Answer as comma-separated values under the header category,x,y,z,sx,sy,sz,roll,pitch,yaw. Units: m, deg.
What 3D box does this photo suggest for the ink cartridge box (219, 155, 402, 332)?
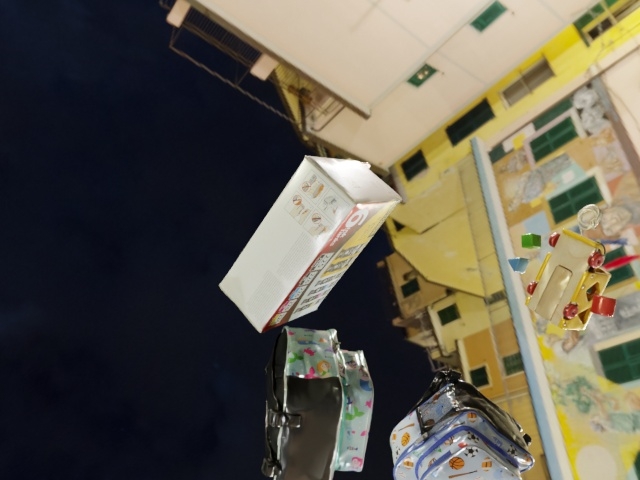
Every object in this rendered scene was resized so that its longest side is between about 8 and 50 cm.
category,x,y,z,sx,sy,sz,roll,pitch,yaw
ink cartridge box,0.000,0.000,1.004,0.130,0.309,0.272,45,-155,18

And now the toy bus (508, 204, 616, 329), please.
category,x,y,z,sx,sy,sz,roll,pitch,yaw
toy bus,0.466,0.062,0.946,0.104,0.202,0.190,8,-115,-30

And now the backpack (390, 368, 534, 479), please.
category,x,y,z,sx,sy,sz,roll,pitch,yaw
backpack,0.289,0.465,1.123,0.276,0.263,0.213,42,-153,-11

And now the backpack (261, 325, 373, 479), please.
category,x,y,z,sx,sy,sz,roll,pitch,yaw
backpack,-0.012,0.272,0.909,0.191,0.225,0.253,3,-163,-12
